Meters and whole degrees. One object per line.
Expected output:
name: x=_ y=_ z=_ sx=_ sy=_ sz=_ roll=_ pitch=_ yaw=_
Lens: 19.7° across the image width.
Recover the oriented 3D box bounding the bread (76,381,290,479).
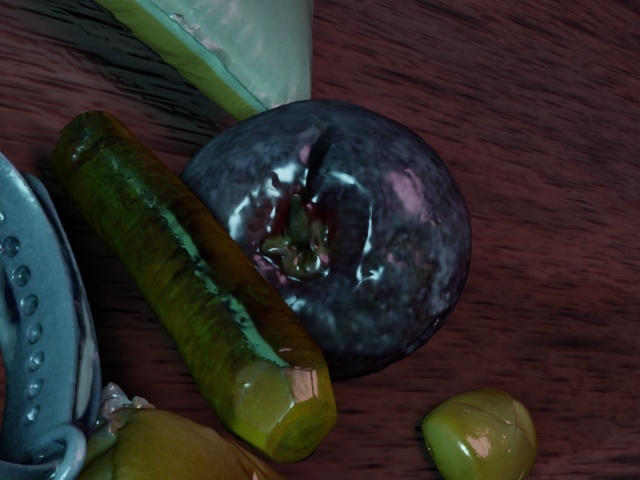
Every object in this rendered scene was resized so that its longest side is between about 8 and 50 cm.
bread: x=-0.045 y=0.188 z=0.975 sx=0.241 sy=0.107 sz=0.136 roll=40 pitch=29 yaw=-35

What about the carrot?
carrot: x=-0.077 y=0.021 z=1.050 sx=0.070 sy=0.070 sz=0.260 roll=20 pitch=23 yaw=-52

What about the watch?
watch: x=-0.176 y=0.031 z=0.837 sx=0.193 sy=0.068 sz=0.206 roll=4 pitch=58 yaw=-60

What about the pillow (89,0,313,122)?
pillow: x=-0.108 y=-0.239 z=1.282 sx=0.310 sy=0.119 sz=0.312 roll=38 pitch=33 yaw=-30

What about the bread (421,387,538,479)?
bread: x=0.125 y=0.147 z=1.367 sx=0.115 sy=0.056 sz=0.082 roll=-2 pitch=65 yaw=-61

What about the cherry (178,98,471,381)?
cherry: x=0.002 y=-0.003 z=1.162 sx=0.195 sy=0.195 sz=0.195 roll=41 pitch=32 yaw=-33
